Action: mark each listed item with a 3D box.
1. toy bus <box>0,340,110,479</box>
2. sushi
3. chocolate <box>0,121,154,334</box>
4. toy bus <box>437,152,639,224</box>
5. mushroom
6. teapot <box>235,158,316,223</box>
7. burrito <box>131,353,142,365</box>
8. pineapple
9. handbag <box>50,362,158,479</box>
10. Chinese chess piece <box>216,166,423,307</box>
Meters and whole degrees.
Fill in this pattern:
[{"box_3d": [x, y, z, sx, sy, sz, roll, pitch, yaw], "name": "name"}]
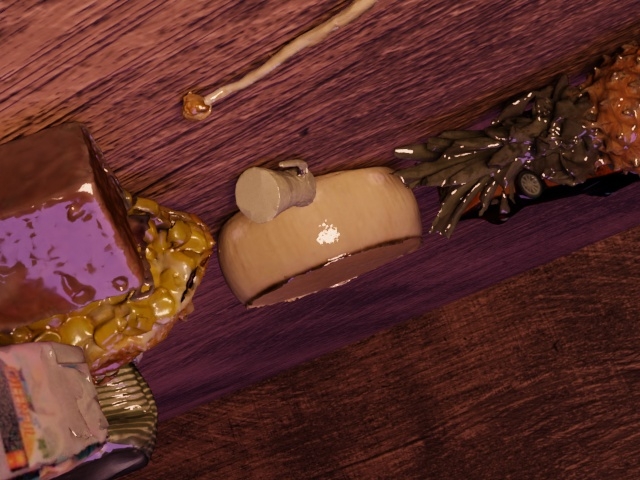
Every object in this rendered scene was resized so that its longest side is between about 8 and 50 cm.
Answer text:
[{"box_3d": [-0.300, 0.166, 0.772, 0.317, 0.112, 0.138, -26, 168, 41], "name": "toy bus"}, {"box_3d": [-0.237, 0.052, 0.903, 0.297, 0.166, 0.179, -6, 172, -13], "name": "sushi"}, {"box_3d": [-0.287, 0.013, 0.721, 0.321, 0.112, 0.112, -17, 134, -7], "name": "chocolate"}, {"box_3d": [0.330, -0.097, 1.324, 0.409, 0.092, 0.093, -13, 164, -33], "name": "toy bus"}, {"box_3d": [0.009, -0.154, 0.701, 0.286, 0.028, 0.026, -27, 125, 25], "name": "mushroom"}, {"box_3d": [-0.039, -0.054, 1.013, 0.083, 0.057, 0.067, -14, 139, -53], "name": "teapot"}, {"box_3d": [-0.346, 0.169, 1.398, 0.139, 0.101, 0.445, 0, 162, -31], "name": "burrito"}, {"box_3d": [0.258, -0.113, 1.056, 0.365, 0.165, 0.165, -15, 171, 18], "name": "pineapple"}, {"box_3d": [-0.357, 0.176, 1.062, 0.341, 0.240, 0.247, -17, 167, -12], "name": "handbag"}, {"box_3d": [0.000, 0.000, 1.194, 0.250, 0.103, 0.250, -20, 169, -4], "name": "Chinese chess piece"}]
